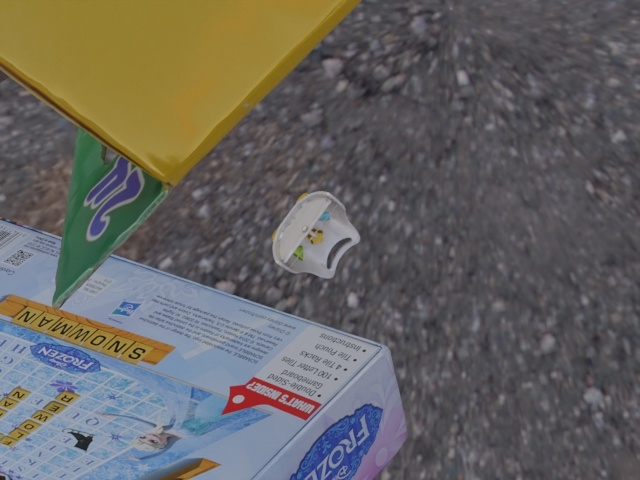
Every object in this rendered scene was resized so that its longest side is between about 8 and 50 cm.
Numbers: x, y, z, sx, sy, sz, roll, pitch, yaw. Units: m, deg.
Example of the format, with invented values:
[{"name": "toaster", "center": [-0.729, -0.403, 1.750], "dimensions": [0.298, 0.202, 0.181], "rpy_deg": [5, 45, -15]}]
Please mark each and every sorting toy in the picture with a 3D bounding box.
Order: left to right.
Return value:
[{"name": "sorting toy", "center": [0.000, 0.000, 1.309], "dimensions": [0.075, 0.045, 0.083], "rpy_deg": [36, 91, -33]}]

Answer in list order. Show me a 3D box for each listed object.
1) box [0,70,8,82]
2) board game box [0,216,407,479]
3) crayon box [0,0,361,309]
[{"name": "box", "center": [-0.434, -0.264, 1.516], "dimensions": [0.167, 0.168, 0.203], "rpy_deg": [-36, 94, -9]}, {"name": "board game box", "center": [-0.178, 0.123, 0.634], "dimensions": [0.319, 0.318, 0.066], "rpy_deg": [16, 134, 38]}, {"name": "crayon box", "center": [-0.002, -0.155, 0.401], "dimensions": [0.083, 0.203, 0.323], "rpy_deg": [37, 112, -25]}]
